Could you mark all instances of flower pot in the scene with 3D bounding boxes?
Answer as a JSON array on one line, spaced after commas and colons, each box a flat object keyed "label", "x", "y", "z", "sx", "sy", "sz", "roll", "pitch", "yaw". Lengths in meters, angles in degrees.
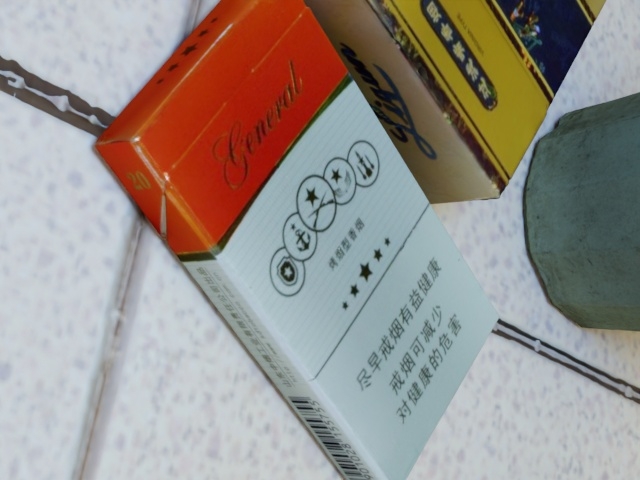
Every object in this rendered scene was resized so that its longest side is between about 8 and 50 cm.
[{"label": "flower pot", "x": 0.250, "y": -0.023, "z": 0.844, "sx": 0.212, "sy": 0.202, "sz": 0.212, "roll": 5, "pitch": 83, "yaw": -44}]

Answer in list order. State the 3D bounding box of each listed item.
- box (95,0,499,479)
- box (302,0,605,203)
[{"label": "box", "x": 0.000, "y": 0.000, "z": 0.706, "sx": 0.245, "sy": 0.035, "sz": 0.139, "roll": 54, "pitch": 53, "yaw": -28}, {"label": "box", "x": 0.087, "y": -0.155, "z": 0.789, "sx": 0.152, "sy": 0.070, "sz": 0.237, "roll": 53, "pitch": 50, "yaw": -29}]
